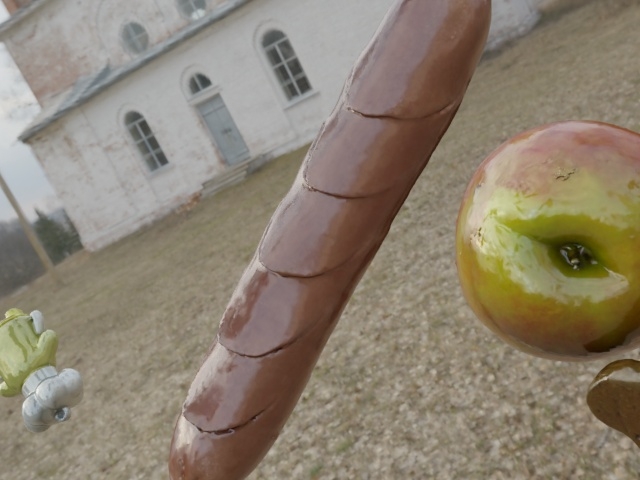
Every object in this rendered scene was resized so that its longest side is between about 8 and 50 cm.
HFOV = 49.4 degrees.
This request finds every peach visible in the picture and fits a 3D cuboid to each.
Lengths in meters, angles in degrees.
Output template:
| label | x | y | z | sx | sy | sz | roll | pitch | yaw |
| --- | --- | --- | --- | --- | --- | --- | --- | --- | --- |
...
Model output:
| label | x | y | z | sx | sy | sz | roll | pitch | yaw |
| --- | --- | --- | --- | --- | --- | --- | --- | --- | --- |
| peach | 0.365 | -0.005 | 1.000 | 0.370 | 0.370 | 0.370 | -26 | 12 | 6 |

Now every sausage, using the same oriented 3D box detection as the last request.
| label | x | y | z | sx | sy | sz | roll | pitch | yaw |
| --- | --- | --- | --- | --- | --- | --- | --- | --- | --- |
| sausage | 0.001 | 0.001 | 0.497 | 0.433 | 0.088 | 0.088 | -61 | 14 | 0 |

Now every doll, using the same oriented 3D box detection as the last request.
| label | x | y | z | sx | sy | sz | roll | pitch | yaw |
| --- | --- | --- | --- | --- | --- | --- | --- | --- | --- |
| doll | -0.346 | 0.155 | 0.835 | 0.106 | 0.162 | 0.062 | -49 | -27 | 8 |

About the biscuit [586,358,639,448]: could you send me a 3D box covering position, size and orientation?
| label | x | y | z | sx | sy | sz | roll | pitch | yaw |
| --- | --- | --- | --- | --- | --- | --- | --- | --- | --- |
| biscuit | 0.516 | 0.303 | 0.824 | 0.064 | 0.432 | 0.283 | -35 | -1 | -38 |
